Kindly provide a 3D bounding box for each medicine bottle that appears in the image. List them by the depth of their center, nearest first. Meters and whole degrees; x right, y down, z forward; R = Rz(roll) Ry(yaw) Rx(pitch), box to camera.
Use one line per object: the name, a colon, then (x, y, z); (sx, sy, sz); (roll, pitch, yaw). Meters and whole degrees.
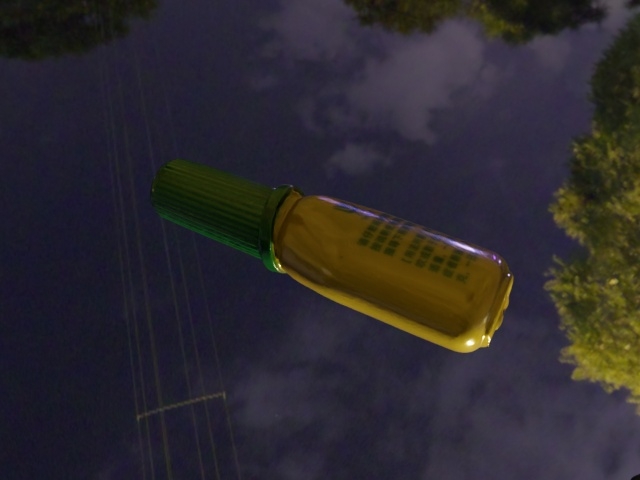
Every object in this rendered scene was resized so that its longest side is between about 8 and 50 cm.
medicine bottle: (0.000, 0.000, 0.555); (0.308, 0.076, 0.111); (22, -158, 17)

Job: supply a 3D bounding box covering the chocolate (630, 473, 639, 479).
chocolate: (0.288, 0.251, 0.542); (0.070, 0.072, 0.147); (27, -156, 1)
